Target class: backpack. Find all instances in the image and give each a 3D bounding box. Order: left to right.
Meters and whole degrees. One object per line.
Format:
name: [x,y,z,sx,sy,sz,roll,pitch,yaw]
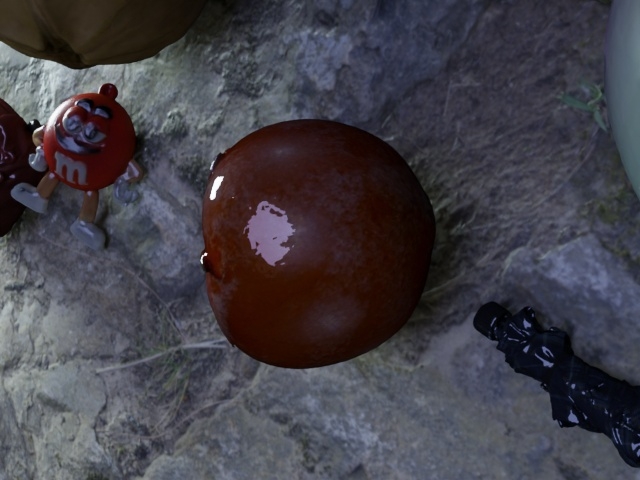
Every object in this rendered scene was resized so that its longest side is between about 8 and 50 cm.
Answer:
backpack: [-0.523,-0.121,1.468,0.229,0.139,0.229,1,92,33]

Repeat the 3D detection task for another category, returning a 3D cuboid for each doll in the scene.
doll: [-0.327,-0.113,1.357,0.183,0.085,0.217,32,104,4]

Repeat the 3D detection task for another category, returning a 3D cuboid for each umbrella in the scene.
umbrella: [0.240,0.137,0.957,0.224,0.080,0.071,37,143,35]

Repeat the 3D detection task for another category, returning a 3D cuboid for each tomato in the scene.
tomato: [0.000,0.000,1.021,0.265,0.265,0.265,-2,86,36]

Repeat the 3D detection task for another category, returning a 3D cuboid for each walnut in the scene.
walnut: [-0.293,-0.404,1.219,0.383,0.383,0.384,-2,86,36]

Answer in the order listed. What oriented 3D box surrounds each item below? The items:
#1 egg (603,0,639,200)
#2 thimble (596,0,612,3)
egg: [0.379,-0.165,0.720,0.354,0.354,0.340,-32,45,30]
thimble: [0.268,-0.308,0.900,0.190,0.137,0.143,36,105,59]
